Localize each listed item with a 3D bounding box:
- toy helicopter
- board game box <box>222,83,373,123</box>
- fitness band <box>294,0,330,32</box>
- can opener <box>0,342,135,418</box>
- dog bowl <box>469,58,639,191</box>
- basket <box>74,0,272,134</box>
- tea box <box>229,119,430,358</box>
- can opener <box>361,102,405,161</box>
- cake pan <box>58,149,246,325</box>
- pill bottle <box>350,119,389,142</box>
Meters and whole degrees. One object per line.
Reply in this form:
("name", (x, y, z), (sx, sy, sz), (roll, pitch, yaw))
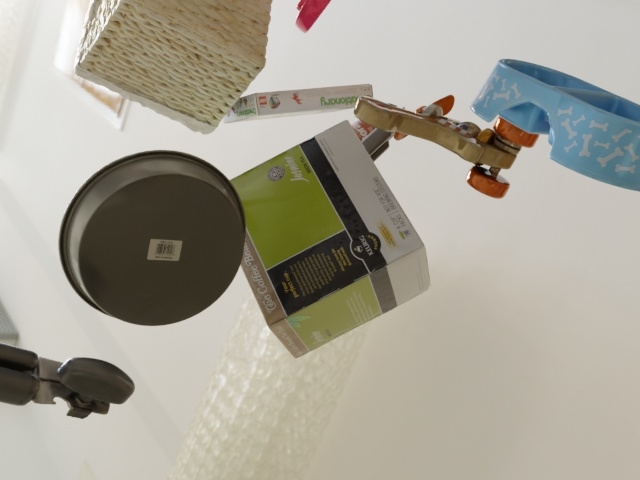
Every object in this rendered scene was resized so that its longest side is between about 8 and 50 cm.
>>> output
("toy helicopter", (0.210, -0.214, 1.204), (0.354, 0.140, 0.235), (9, -151, -30))
("board game box", (-0.055, -0.319, 1.506), (0.305, 0.053, 0.193), (-12, -170, -29))
("fitness band", (0.033, -0.587, 1.428), (0.054, 0.291, 0.209), (35, 171, -16))
("can opener", (-0.368, 0.155, 0.798), (0.280, 0.093, 0.074), (26, -156, -41))
("dog bowl", (0.324, -0.159, 0.830), (0.165, 0.074, 0.297), (-2, -149, -30))
("basket", (-0.292, -0.466, 1.367), (0.331, 0.266, 0.329), (22, -124, -32))
("tea box", (0.000, 0.000, 1.297), (0.329, 0.323, 0.220), (63, 178, 28))
("can opener", (0.137, -0.274, 1.708), (0.095, 0.076, 0.283), (30, -128, 21))
("cake pan", (-0.245, 0.009, 0.995), (0.293, 0.293, 0.054), (13, -164, -33))
("pill bottle", (0.093, -0.281, 1.938), (0.216, 0.121, 0.121), (-33, -133, -25))
